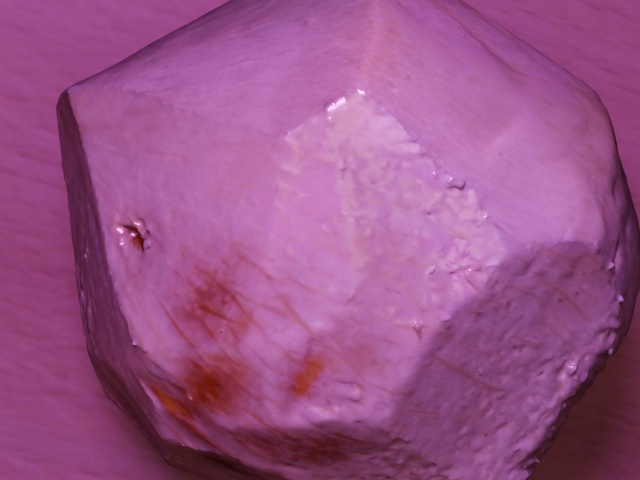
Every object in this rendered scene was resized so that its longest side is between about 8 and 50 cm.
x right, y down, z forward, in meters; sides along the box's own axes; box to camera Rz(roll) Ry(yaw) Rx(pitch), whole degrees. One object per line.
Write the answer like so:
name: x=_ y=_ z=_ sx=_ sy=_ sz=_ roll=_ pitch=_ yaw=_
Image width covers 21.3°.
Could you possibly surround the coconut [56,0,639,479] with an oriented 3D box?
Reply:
coconut: x=0.000 y=0.000 z=1.171 sx=0.415 sy=0.344 sz=0.415 roll=-3 pitch=102 yaw=-12
